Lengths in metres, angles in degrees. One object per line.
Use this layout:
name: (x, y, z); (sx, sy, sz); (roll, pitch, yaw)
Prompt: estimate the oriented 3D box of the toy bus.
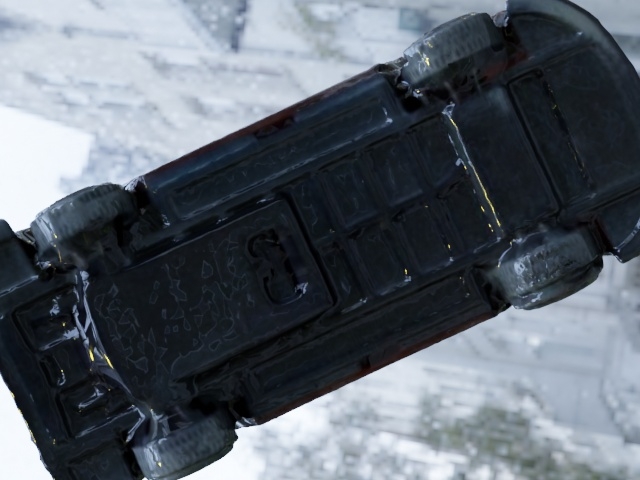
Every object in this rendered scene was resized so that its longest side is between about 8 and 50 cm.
toy bus: (0.000, 0.000, 0.425); (0.077, 0.174, 0.079); (-173, 58, -87)
